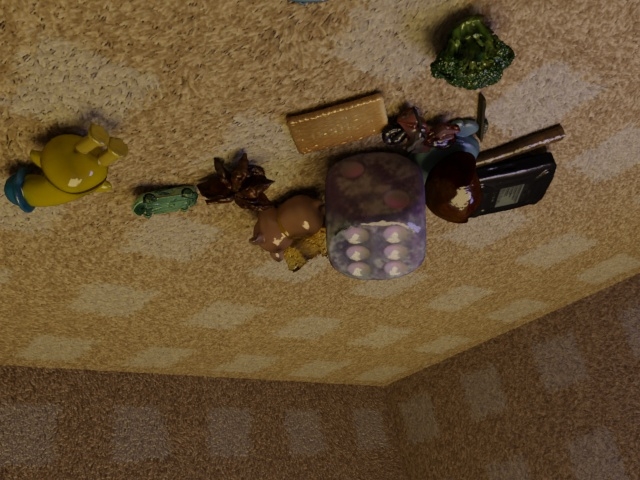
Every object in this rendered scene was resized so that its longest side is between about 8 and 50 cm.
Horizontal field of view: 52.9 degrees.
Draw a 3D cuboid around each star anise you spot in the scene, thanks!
[{"bbox_3d":[-0.219,-0.138,1.737,0.212,0.111,0.196,-25,143,32],"label":"star anise"}]

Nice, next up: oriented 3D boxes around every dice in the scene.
[{"bbox_3d":[0.152,-0.067,1.795,0.270,0.271,0.270,-2,140,5],"label":"dice"}]

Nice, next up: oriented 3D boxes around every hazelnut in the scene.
[{"bbox_3d":[0.374,-0.146,1.766,0.161,0.170,0.201,-2,145,-25],"label":"hazelnut"}]

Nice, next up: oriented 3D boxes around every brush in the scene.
[{"bbox_3d":[0.438,-0.330,1.724,0.028,0.034,0.190,-23,152,1],"label":"brush"}]

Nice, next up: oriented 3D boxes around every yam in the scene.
[{"bbox_3d":[0.547,-0.262,1.886,0.327,0.045,0.045,-18,118,13],"label":"yam"}]

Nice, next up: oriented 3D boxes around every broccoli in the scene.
[{"bbox_3d":[0.326,-0.404,1.415,0.195,0.195,0.156,-22,117,20],"label":"broccoli"}]

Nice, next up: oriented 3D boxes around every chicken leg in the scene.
[{"bbox_3d":[-0.175,-0.187,1.770,0.083,0.021,0.036,16,135,-37],"label":"chicken leg"}]

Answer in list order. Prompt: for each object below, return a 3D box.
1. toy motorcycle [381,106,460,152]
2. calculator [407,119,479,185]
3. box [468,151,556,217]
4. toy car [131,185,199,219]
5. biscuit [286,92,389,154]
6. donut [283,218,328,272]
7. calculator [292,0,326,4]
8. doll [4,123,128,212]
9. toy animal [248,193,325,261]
[{"bbox_3d":[0.269,-0.286,1.673,0.213,0.084,0.118,1,142,-20],"label":"toy motorcycle"},{"bbox_3d":[0.345,-0.232,1.836,0.188,0.042,0.302,9,144,-17],"label":"calculator"},{"bbox_3d":[0.583,-0.167,2.038,0.289,0.073,0.290,-13,158,1],"label":"box"},{"bbox_3d":[-0.429,-0.114,1.773,0.186,0.058,0.093,-12,155,-26],"label":"toy car"},{"bbox_3d":[0.047,-0.296,1.637,0.250,0.030,0.160,-15,154,6],"label":"biscuit"},{"bbox_3d":[-0.001,0.000,2.069,0.259,0.101,0.152,-30,-171,41],"label":"donut"},{"bbox_3d":[-0.016,-0.516,1.181,0.121,0.039,0.210,-2,152,-14],"label":"calculator"},{"bbox_3d":[-0.610,-0.152,1.537,0.363,0.145,0.199,-24,136,31],"label":"doll"},{"bbox_3d":[-0.088,-0.055,1.938,0.248,0.149,0.165,-34,132,17],"label":"toy animal"}]
